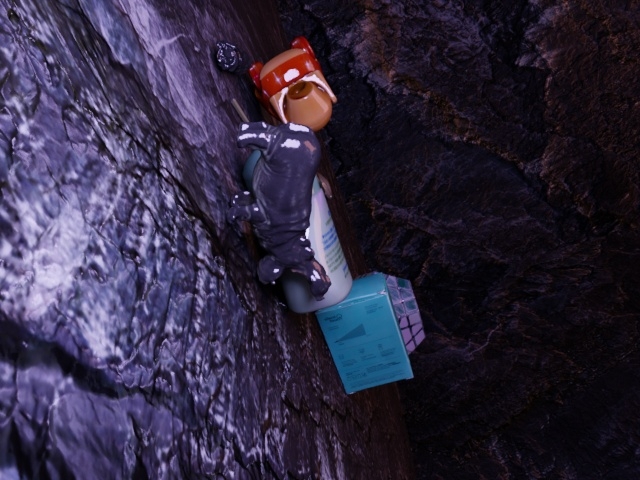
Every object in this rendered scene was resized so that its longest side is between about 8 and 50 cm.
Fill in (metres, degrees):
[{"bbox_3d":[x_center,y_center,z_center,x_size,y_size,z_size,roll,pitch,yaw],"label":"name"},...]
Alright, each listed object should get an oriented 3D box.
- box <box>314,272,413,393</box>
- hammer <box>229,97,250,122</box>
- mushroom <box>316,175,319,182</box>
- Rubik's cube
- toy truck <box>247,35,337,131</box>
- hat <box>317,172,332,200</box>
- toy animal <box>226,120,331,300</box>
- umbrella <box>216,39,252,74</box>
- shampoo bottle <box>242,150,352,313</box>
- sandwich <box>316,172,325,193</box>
[{"bbox_3d":[0.122,0.259,1.591,0.118,0.205,0.311,-96,167,-62],"label":"box"},{"bbox_3d":[-0.168,-0.261,1.337,0.195,0.028,0.060,54,27,-59],"label":"hammer"},{"bbox_3d":[-0.077,-0.129,1.324,0.154,0.122,0.154,37,-29,24],"label":"mushroom"},{"bbox_3d":[0.191,0.254,1.867,0.319,0.319,0.264,55,45,-67],"label":"Rubik's cube"},{"bbox_3d":[-0.060,-0.379,1.510,0.239,0.189,0.265,60,0,3],"label":"toy truck"},{"bbox_3d":[-0.022,-0.230,1.971,0.166,0.144,0.173,38,58,-81],"label":"hat"},{"bbox_3d":[-0.075,-0.043,1.001,0.106,0.168,0.343,-98,-177,-60],"label":"toy animal"},{"bbox_3d":[-0.197,-0.417,1.327,0.236,0.059,0.066,-80,173,-78],"label":"umbrella"},{"bbox_3d":[-0.051,-0.036,1.188,0.222,0.151,0.350,-67,140,-71],"label":"shampoo bottle"},{"bbox_3d":[-0.069,-0.187,1.540,0.292,0.109,0.212,60,16,-59],"label":"sandwich"}]
